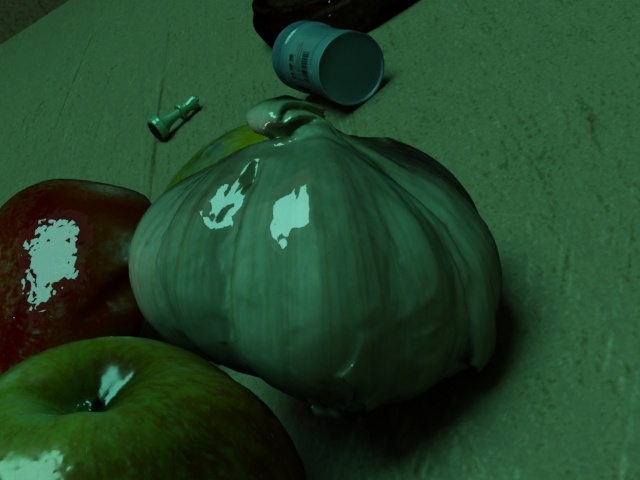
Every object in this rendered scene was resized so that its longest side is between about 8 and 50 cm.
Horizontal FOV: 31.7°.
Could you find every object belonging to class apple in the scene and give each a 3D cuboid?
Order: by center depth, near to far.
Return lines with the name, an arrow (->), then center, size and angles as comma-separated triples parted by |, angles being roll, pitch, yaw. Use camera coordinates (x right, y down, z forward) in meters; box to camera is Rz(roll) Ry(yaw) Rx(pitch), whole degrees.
apple -> -0.158, 0.199, 0.828 | 0.278, 0.250, 0.309 | -10, 40, 17

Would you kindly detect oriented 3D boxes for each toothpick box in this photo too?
toothpick box -> 0.008, -0.244, 1.536 | 0.101, 0.101, 0.153 | -40, 28, -10

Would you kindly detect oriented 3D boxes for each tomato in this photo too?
tomato -> -0.307, 0.073, 1.194 | 0.338, 0.144, 0.338 | -31, 48, 43

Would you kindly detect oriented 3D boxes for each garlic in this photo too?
garlic -> 0.000, 0.016, 0.969 | 0.241, 0.322, 0.322 | -66, 28, 6

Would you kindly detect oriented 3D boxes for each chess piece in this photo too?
chess piece -> -0.231, -0.202, 1.807 | 0.093, 0.042, 0.042 | -40, 27, -20

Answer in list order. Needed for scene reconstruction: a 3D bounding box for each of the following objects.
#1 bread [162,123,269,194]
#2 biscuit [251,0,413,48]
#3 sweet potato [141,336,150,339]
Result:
bread -> -0.069, -0.032, 1.209 | 0.197, 0.170, 0.197 | -33, 25, 18
biscuit -> 0.062, -0.455, 1.828 | 0.407, 0.091, 0.407 | -28, 28, 16
sweet potato -> -0.240, 0.134, 1.248 | 0.273, 0.075, 0.075 | 2, 45, 53
